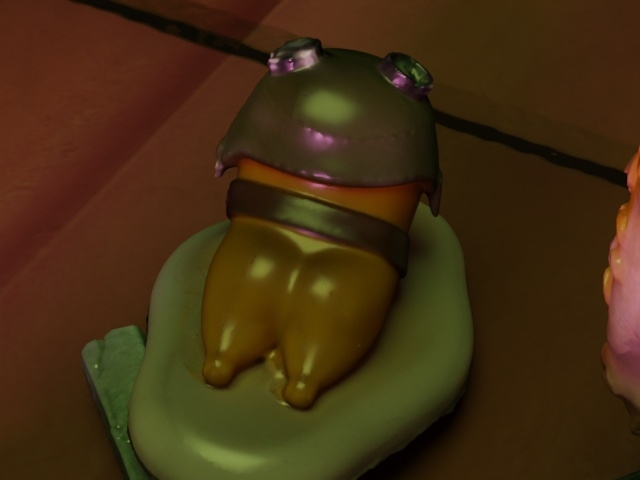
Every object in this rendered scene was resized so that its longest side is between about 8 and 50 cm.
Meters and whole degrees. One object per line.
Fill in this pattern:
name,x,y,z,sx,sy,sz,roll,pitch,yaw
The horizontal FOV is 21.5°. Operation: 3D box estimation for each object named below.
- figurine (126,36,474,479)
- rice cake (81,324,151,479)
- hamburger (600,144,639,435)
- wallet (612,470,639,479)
figurine,0.000,0.000,0.800,0.166,0.141,0.250,14,38,7
rice cake,-0.063,0.132,0.778,0.042,0.045,0.245,-18,45,-9
hamburger,0.282,0.016,0.647,0.330,0.330,0.250,-25,43,-15
wallet,0.144,0.156,0.729,0.088,0.026,0.129,-16,45,-5
